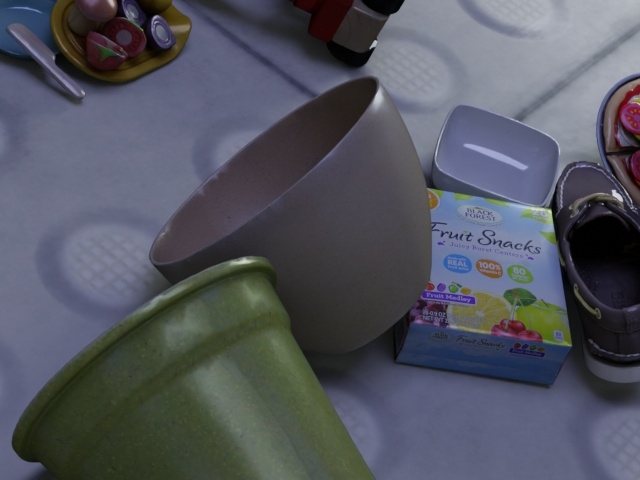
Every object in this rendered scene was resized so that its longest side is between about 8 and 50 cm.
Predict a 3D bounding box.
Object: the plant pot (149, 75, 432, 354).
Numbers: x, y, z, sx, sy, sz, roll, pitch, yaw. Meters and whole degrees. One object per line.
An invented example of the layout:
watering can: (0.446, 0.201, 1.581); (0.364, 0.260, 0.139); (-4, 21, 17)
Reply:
plant pot: (0.000, 0.000, 1.716); (0.191, 0.284, 0.284); (51, 42, -16)

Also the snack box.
snack box: (0.163, 0.044, 1.839); (0.175, 0.070, 0.207); (9, 43, -10)

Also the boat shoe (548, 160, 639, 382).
boat shoe: (0.308, 0.009, 1.881); (0.117, 0.096, 0.324); (-6, 40, 4)

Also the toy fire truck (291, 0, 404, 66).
toy fire truck: (-0.028, -0.337, 2.116); (0.246, 0.158, 0.217); (23, 43, -11)

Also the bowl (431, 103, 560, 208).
bowl: (0.196, -0.082, 1.988); (0.142, 0.053, 0.142); (20, 44, 2)

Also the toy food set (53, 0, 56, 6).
toy food set: (-0.266, -0.348, 2.085); (0.132, 0.038, 0.192); (3, 70, -14)

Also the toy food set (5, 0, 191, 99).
toy food set: (-0.229, -0.250, 1.967); (0.128, 0.071, 0.218); (50, 46, 6)

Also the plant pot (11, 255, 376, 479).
plant pot: (-0.078, 0.197, 1.490); (0.276, 0.276, 0.254); (-27, 72, -38)

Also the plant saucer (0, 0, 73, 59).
plant saucer: (-0.335, -0.240, 1.979); (0.119, 0.021, 0.119); (10, 43, -10)

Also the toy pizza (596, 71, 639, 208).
toy pizza: (0.416, -0.111, 2.046); (0.201, 0.032, 0.201); (9, 66, -21)
